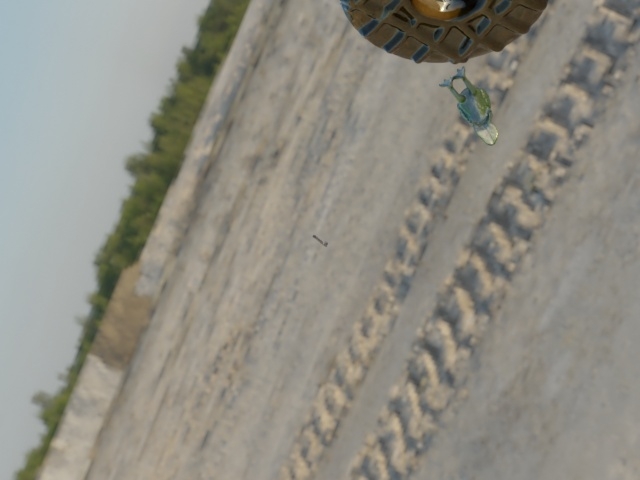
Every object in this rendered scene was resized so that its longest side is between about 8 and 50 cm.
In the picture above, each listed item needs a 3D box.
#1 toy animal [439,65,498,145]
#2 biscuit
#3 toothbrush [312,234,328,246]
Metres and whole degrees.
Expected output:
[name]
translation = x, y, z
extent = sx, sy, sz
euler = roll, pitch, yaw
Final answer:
[toy animal]
translation = 0.178, -0.163, 1.452
extent = 0.041, 0.075, 0.217
euler = -35, 11, 12
[biscuit]
translation = 0.178, -0.389, 1.777
extent = 0.332, 0.332, 0.103
euler = 121, 155, -48
[toothbrush]
translation = 0.000, 0.000, 1.902
extent = 0.097, 0.006, 0.008
euler = 36, -103, -76
